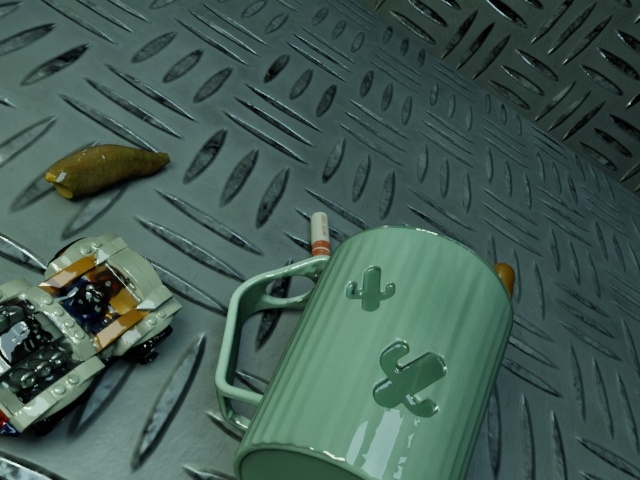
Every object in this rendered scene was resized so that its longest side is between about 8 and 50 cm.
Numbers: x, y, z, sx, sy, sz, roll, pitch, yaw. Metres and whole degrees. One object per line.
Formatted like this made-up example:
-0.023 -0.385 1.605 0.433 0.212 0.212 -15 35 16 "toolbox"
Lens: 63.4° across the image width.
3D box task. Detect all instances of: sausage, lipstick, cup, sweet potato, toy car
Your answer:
0.443 0.115 1.271 0.062 0.054 0.183 10 39 17 "sausage"
0.000 0.000 1.057 0.038 0.038 0.130 18 44 -23 "lipstick"
0.050 0.205 0.756 0.310 0.401 0.392 62 38 -25 "cup"
-0.362 -0.129 0.887 0.077 0.077 0.244 44 34 6 "sweet potato"
-0.316 0.109 0.647 0.193 0.118 0.301 48 32 1 "toy car"
